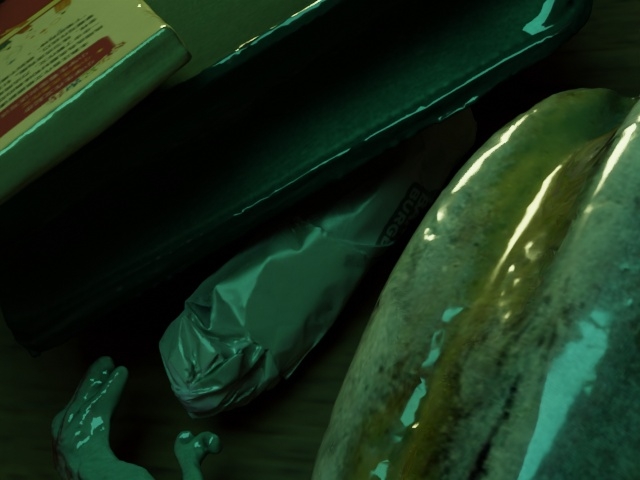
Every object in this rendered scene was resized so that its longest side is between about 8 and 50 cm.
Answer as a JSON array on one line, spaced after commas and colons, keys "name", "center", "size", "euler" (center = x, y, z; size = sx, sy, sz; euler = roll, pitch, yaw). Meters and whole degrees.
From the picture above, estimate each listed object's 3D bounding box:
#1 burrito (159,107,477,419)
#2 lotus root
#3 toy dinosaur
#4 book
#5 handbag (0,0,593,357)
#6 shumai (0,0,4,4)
[{"name": "burrito", "center": [0.001, 0.000, 0.604], "size": [0.064, 0.064, 0.203], "euler": [28, 70, 41]}, {"name": "lotus root", "center": [0.078, 0.084, 0.436], "size": [0.158, 0.140, 0.322], "euler": [2, 56, 50]}, {"name": "toy dinosaur", "center": [-0.113, 0.177, 0.525], "size": [0.167, 0.053, 0.242], "euler": [25, 81, 46]}, {"name": "book", "center": [-0.152, -0.069, 0.604], "size": [0.162, 0.022, 0.232], "euler": [-39, 29, -2]}, {"name": "handbag", "center": [-0.041, -0.102, 0.648], "size": [0.326, 0.089, 0.238], "euler": [-31, 29, 11]}, {"name": "shumai", "center": [-0.264, -0.147, 0.779], "size": [0.288, 0.292, 0.330], "euler": [5, 60, 0]}]
